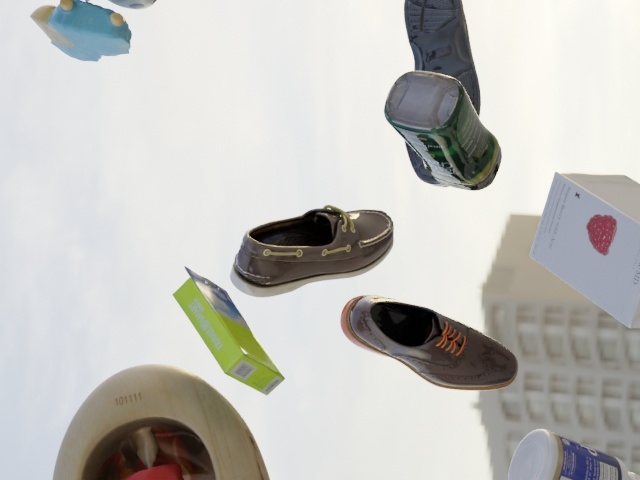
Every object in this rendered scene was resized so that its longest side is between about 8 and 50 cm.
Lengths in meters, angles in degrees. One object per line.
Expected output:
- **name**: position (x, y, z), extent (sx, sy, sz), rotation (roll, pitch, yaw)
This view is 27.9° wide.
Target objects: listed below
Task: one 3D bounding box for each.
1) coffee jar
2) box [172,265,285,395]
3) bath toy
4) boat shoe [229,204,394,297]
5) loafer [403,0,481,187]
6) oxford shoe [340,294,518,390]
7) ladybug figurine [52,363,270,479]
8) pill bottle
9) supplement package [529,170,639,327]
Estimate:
- **coffee jar**: position (0.152, -0.128, 1.549), extent (0.184, 0.096, 0.079), rotation (42, -112, -56)
- **box**: position (-0.128, 0.121, 1.729), extent (0.042, 0.178, 0.109), rotation (-44, -37, 7)
- **bath toy**: position (-0.221, -0.386, 1.557), extent (0.129, 0.151, 0.348), rotation (90, -155, -76)
- **boat shoe**: position (0.000, 0.000, 2.087), extent (0.324, 0.116, 0.096), rotation (-16, -45, -35)
- **loafer**: position (0.172, -0.208, 1.733), extent (0.095, 0.109, 0.302), rotation (33, -128, -60)
- **oxford shoe**: position (0.164, 0.147, 1.790), extent (0.098, 0.271, 0.097), rotation (155, 131, -70)
- **ladybug figurine**: position (-0.200, 0.392, 1.736), extent (0.162, 0.305, 0.449), rotation (64, -167, -67)
- **pill bottle**: position (0.372, 0.347, 1.824), extent (0.112, 0.187, 0.112), rotation (-55, 21, 34)
- **supplement package**: position (0.540, 0.012, 2.267), extent (0.175, 0.293, 0.177), rotation (1, -67, -30)
